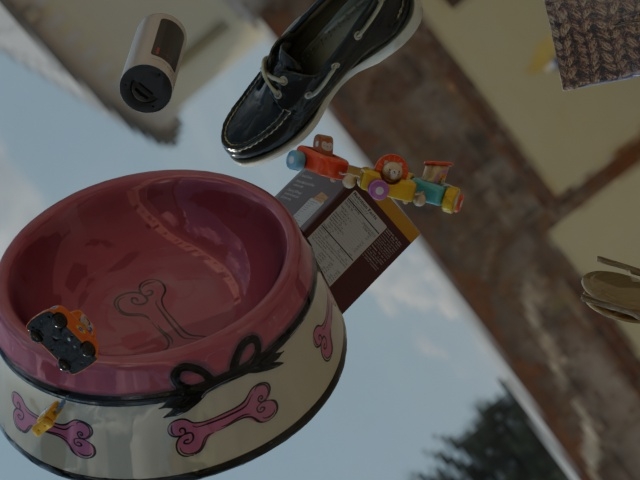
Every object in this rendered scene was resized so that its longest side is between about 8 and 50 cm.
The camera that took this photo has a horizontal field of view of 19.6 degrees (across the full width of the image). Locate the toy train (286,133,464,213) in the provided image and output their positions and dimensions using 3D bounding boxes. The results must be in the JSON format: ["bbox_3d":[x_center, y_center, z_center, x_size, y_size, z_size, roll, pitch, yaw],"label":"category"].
[{"bbox_3d":[0.059,-0.068,1.733,0.166,0.046,0.125,10,-169,-35],"label":"toy train"}]

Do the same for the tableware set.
[{"bbox_3d":[0.356,0.080,1.878,0.194,0.039,0.128,18,-156,10],"label":"tableware set"}]

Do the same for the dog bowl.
[{"bbox_3d":[-0.180,0.077,2.039,0.408,0.408,0.150,-116,14,-51],"label":"dog bowl"}]

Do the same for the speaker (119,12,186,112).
[{"bbox_3d":[-0.169,-0.180,1.876,0.055,0.055,0.136,48,-159,-20],"label":"speaker"}]

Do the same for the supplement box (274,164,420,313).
[{"bbox_3d":[0.000,0.000,2.609,0.129,0.194,0.191,49,169,-21],"label":"supplement box"}]

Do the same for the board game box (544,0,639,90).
[{"bbox_3d":[0.435,-0.304,2.418,0.291,0.232,0.141,-39,-63,-70],"label":"board game box"}]

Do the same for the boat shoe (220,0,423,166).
[{"bbox_3d":[-0.019,-0.210,2.181,0.091,0.302,0.114,29,-160,-51],"label":"boat shoe"}]

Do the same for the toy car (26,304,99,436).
[{"bbox_3d":[-0.211,0.094,1.447,0.060,0.122,0.040,33,-141,-3],"label":"toy car"}]
